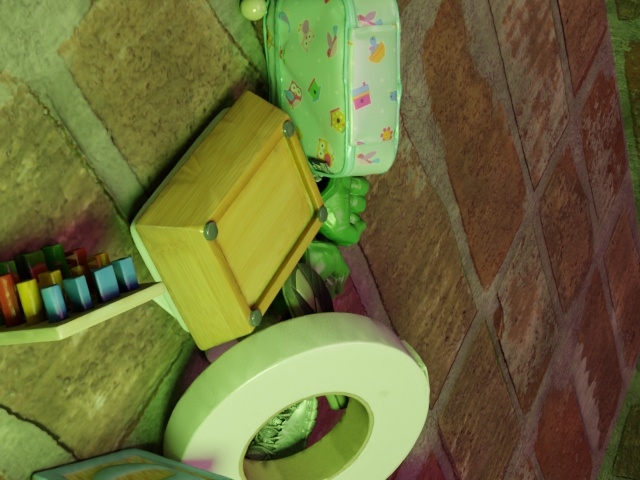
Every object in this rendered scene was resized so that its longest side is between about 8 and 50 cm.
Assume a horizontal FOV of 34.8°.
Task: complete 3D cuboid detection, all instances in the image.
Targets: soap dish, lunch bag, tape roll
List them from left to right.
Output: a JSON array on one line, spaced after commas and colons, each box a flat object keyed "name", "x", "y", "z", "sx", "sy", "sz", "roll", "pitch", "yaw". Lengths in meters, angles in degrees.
[{"name": "soap dish", "x": -0.111, "y": -0.028, "z": 1.384, "sx": 0.291, "sy": 0.118, "sz": 0.229, "roll": -57, "pitch": 140, "yaw": -37}, {"name": "tape roll", "x": -0.028, "y": 0.268, "z": 1.454, "sx": 0.392, "sy": 0.072, "sz": 0.392, "roll": -16, "pitch": 132, "yaw": -19}, {"name": "lunch bag", "x": 0.008, "y": -0.225, "z": 1.449, "sx": 0.108, "sy": 0.224, "sz": 0.279, "roll": -12, "pitch": 110, "yaw": -36}]

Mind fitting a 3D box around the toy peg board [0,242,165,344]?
[{"name": "toy peg board", "x": -0.287, "y": 0.050, "z": 1.111, "sx": 0.161, "sy": 0.161, "sz": 0.079, "roll": -26, "pitch": 104, "yaw": -54}]

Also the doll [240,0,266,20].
[{"name": "doll", "x": -0.099, "y": -0.392, "z": 1.389, "sx": 0.129, "sy": 0.046, "sz": 0.189, "roll": -49, "pitch": 144, "yaw": -54}]

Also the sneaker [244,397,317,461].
[{"name": "sneaker", "x": -0.075, "y": 0.302, "z": 1.585, "sx": 0.132, "sy": 0.086, "sz": 0.228, "roll": -14, "pitch": 111, "yaw": -54}]

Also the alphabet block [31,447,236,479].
[{"name": "alphabet block", "x": -0.230, "y": 0.385, "z": 1.249, "sx": 0.192, "sy": 0.193, "sz": 0.197, "roll": 0, "pitch": 98, "yaw": -57}]

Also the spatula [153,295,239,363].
[{"name": "spatula", "x": -0.154, "y": 0.074, "z": 1.454, "sx": 0.242, "sy": 0.019, "sz": 0.168, "roll": 52, "pitch": 56, "yaw": -51}]

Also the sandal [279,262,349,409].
[{"name": "sandal", "x": -0.019, "y": 0.159, "z": 1.520, "sx": 0.302, "sy": 0.086, "sz": 0.120, "roll": 74, "pitch": 14, "yaw": -45}]

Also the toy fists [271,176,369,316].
[{"name": "toy fists", "x": 0.000, "y": 0.000, "z": 1.610, "sx": 0.142, "sy": 0.096, "sz": 0.279, "roll": 50, "pitch": 53, "yaw": -56}]
